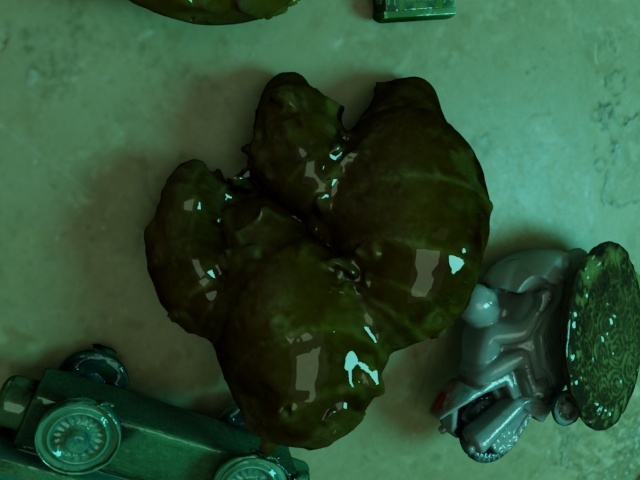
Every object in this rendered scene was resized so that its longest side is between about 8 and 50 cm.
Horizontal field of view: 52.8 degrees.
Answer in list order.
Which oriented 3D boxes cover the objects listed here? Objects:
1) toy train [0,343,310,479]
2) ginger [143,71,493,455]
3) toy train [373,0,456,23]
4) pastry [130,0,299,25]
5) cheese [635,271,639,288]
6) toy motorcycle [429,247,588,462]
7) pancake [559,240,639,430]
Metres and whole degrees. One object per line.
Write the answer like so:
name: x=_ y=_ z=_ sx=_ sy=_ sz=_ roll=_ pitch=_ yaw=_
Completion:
toy train: x=-0.165 y=0.228 z=0.604 sx=0.298 sy=0.120 sz=0.194 roll=24 pitch=101 yaw=-17
ginger: x=0.010 y=-0.005 z=0.594 sx=0.274 sy=0.152 sz=0.357 roll=44 pitch=82 yaw=10
toy train: x=0.089 y=-0.242 z=0.626 sx=0.093 sy=0.038 sz=0.056 roll=-8 pitch=109 yaw=-15
pastry: x=-0.121 y=-0.307 z=0.484 sx=0.311 sy=0.162 sz=0.255 roll=27 pitch=95 yaw=-21
cheese: x=0.356 y=0.064 z=0.760 sx=0.084 sy=0.041 sz=0.060 roll=-46 pitch=108 yaw=-2
toy motorcycle: x=0.204 y=0.102 z=0.689 sx=0.171 sy=0.110 sz=0.260 roll=39 pitch=82 yaw=-20
pancake: x=0.299 y=0.098 z=0.676 sx=0.199 sy=0.021 sz=0.199 roll=1 pitch=88 yaw=-43
